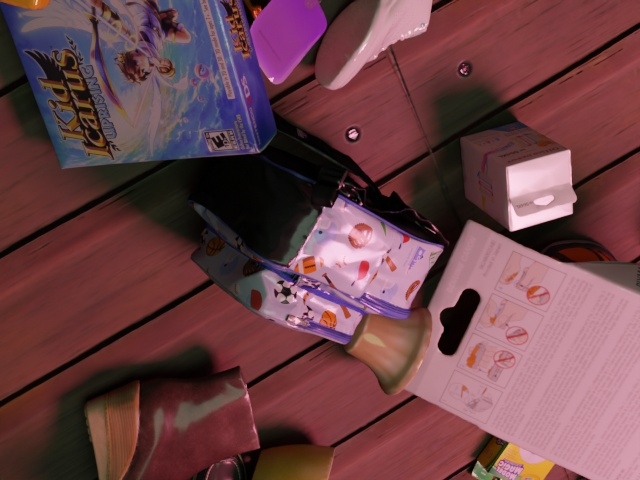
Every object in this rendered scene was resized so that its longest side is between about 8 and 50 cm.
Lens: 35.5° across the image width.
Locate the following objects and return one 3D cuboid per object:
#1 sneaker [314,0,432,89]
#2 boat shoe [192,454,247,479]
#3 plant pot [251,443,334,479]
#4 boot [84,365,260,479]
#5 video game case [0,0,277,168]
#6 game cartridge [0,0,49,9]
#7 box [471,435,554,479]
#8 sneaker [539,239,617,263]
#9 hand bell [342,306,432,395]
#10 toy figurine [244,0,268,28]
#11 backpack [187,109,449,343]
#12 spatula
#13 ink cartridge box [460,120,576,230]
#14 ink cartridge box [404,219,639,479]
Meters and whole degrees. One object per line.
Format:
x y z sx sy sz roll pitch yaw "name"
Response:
0.081 -0.255 1.171 0.094 0.080 0.212 30 98 -41 "sneaker"
-0.134 0.386 1.356 0.080 0.073 0.223 1 111 -20 "boat shoe"
-0.046 0.331 1.348 0.095 0.134 0.134 17 106 1 "plant pot"
-0.178 0.288 1.277 0.207 0.090 0.248 -10 108 -6 "boot"
-0.194 -0.209 1.009 0.244 0.061 0.269 -2 120 24 "video game case"
-0.354 -0.399 0.886 0.285 0.052 0.323 15 106 0 "game cartridge"
0.316 0.306 1.516 0.105 0.043 0.179 28 101 -28 "box"
0.443 0.113 1.402 0.321 0.180 0.124 28 100 -28 "sneaker"
0.009 0.098 1.291 0.242 0.126 0.126 25 102 -15 "hand bell"
-0.095 -0.242 1.092 0.173 0.130 0.159 -39 131 14 "toy figurine"
0.000 0.000 1.145 0.263 0.276 0.213 17 104 -34 "backpack"
0.008 -0.305 1.080 0.084 0.030 0.296 50 60 -48 "spatula"
0.252 -0.081 1.266 0.092 0.143 0.090 -17 117 -14 "ink cartridge box"
0.328 0.149 1.332 0.385 0.091 0.308 25 125 8 "ink cartridge box"
